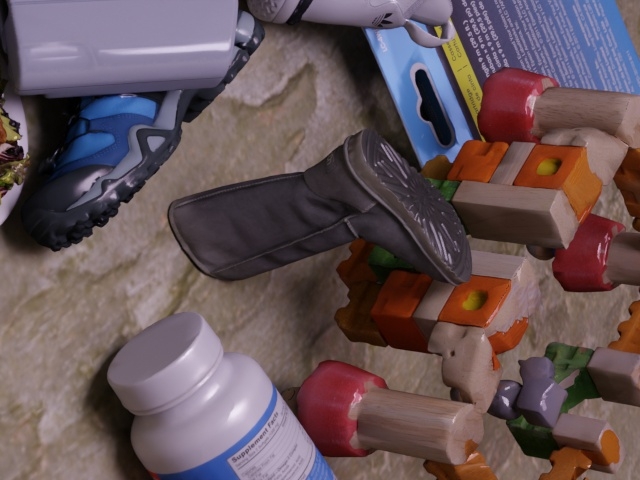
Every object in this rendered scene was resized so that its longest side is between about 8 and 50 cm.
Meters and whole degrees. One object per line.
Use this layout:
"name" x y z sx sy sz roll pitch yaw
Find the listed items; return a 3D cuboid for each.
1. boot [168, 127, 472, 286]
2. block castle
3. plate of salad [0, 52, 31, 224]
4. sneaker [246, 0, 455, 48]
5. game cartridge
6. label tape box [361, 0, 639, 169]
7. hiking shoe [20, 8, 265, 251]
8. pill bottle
"boot" 0.001 -0.001 1.669 0.189 0.208 0.076 48 32 -25
"block castle" 0.166 0.082 1.830 0.453 0.213 0.303 -58 136 -28
"plate of salad" -0.283 -0.096 1.448 0.200 0.048 0.200 26 57 -48
"sneaker" 0.053 -0.353 1.876 0.210 0.137 0.366 15 67 -17
"game cartridge" -0.171 -0.258 1.548 0.198 0.062 0.297 -8 71 -18
"label tape box" 0.170 -0.191 2.048 0.348 0.115 0.249 -34 107 -34
"hiking shoe" -0.172 -0.113 1.580 0.132 0.113 0.304 41 48 -7
"pill bottle" -0.077 0.169 1.573 0.221 0.124 0.124 57 38 -23
